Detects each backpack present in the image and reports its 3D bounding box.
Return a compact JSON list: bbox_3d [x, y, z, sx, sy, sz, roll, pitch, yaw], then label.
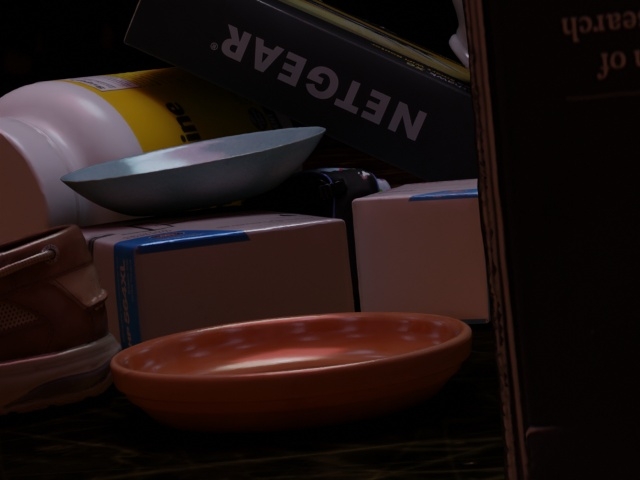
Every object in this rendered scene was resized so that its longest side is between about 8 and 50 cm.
[{"bbox_3d":[0.000,0.000,1.464,0.084,0.105,0.114,-3,-1,-40],"label":"backpack"}]

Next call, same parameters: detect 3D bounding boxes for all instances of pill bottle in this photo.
[{"bbox_3d":[-0.174,-0.042,1.620,0.188,0.188,0.334,-2,7,32],"label":"pill bottle"}]

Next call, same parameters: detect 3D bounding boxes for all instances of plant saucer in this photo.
[{"bbox_3d":[-0.088,-0.046,1.421,0.195,0.037,0.195,-10,9,2],"label":"plant saucer"},{"bbox_3d":[-0.015,0.073,1.086,0.200,0.037,0.200,-5,6,1],"label":"plant saucer"}]

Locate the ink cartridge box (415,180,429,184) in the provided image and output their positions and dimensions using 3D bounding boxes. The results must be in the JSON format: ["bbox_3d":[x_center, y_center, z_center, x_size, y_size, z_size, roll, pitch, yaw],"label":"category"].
[{"bbox_3d":[0.189,-0.013,1.604,0.307,0.072,0.303,0,7,22],"label":"ink cartridge box"}]

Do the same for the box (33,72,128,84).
[{"bbox_3d":[-0.240,-0.105,2.320,0.119,0.181,0.182,-10,8,-34],"label":"box"}]

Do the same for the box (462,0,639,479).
[{"bbox_3d":[0.255,-0.151,0.878,0.297,0.472,0.480,-2,6,20],"label":"box"}]

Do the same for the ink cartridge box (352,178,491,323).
[{"bbox_3d":[0.089,0.006,1.379,0.092,0.090,0.143,-3,5,20],"label":"ink cartridge box"}]

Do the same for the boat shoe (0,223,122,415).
[{"bbox_3d":[-0.278,0.052,1.135,0.324,0.116,0.123,-8,6,-24],"label":"boat shoe"}]

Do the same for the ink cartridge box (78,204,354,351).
[{"bbox_3d":[-0.083,0.029,1.336,0.148,0.086,0.203,-8,7,-22],"label":"ink cartridge box"}]

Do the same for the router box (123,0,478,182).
[{"bbox_3d":[0.013,-0.145,1.662,0.308,0.081,0.243,25,11,5],"label":"router box"}]

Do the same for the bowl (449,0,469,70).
[{"bbox_3d":[0.197,-0.157,1.565,0.134,0.298,0.298,-46,-3,13],"label":"bowl"}]
